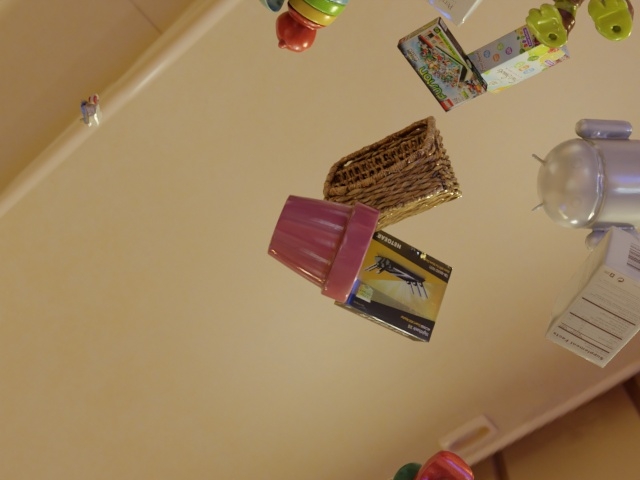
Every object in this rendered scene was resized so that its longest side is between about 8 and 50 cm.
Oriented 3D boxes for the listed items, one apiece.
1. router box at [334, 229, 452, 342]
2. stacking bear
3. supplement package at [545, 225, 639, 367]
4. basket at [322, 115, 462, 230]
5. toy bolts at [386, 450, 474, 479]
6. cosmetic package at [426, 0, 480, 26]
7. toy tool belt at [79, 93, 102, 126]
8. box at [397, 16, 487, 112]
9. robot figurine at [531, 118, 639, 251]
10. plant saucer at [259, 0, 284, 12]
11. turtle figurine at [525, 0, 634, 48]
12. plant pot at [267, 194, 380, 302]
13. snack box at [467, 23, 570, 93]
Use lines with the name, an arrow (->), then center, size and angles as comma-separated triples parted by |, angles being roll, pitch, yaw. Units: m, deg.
router box -> 0.217, 0.131, 2.211 | 0.081, 0.309, 0.242 | -6, -118, 61
stacking bear -> -0.020, -0.627, 1.985 | 0.289, 0.164, 0.175 | -55, 165, 29
supplement package -> 0.439, 0.088, 1.160 | 0.105, 0.105, 0.179 | -56, 171, -45
basket -> 0.152, -0.159, 1.816 | 0.299, 0.222, 0.213 | -22, 171, 24
toy bolts -> 0.174, 0.425, 1.071 | 0.218, 0.228, 0.158 | -49, -175, -34
cosmetic package -> 0.194, -0.616, 1.350 | 0.097, 0.377, 0.284 | -48, 178, -46
toy tool belt -> -0.556, -0.311, 1.809 | 0.083, 0.051, 0.052 | 95, 0, -46
box -> 0.282, -0.401, 1.742 | 0.114, 0.207, 0.036 | -24, -148, 35
robot figurine -> 0.633, -0.123, 1.671 | 0.200, 0.354, 0.299 | 124, -35, -75
plant saucer -> -0.130, -0.734, 1.889 | 0.044, 0.317, 0.317 | 5, -144, 10
turtle figurine -> 0.312, -0.314, 0.875 | 0.270, 0.087, 0.217 | 14, -122, 27
plant pot -> 0.000, 0.000, 1.499 | 0.201, 0.180, 0.201 | -159, -90, -89
snack box -> 0.471, -0.440, 1.825 | 0.207, 0.070, 0.175 | -22, 166, 33
